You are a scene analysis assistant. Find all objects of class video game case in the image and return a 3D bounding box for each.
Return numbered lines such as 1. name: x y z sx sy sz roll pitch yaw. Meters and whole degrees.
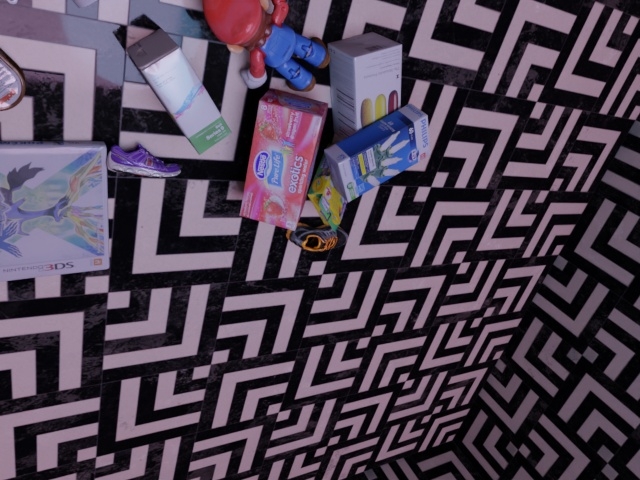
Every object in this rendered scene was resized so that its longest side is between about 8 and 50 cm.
1. video game case: -0.625 -0.058 1.085 0.299 0.036 0.329 -7 125 -30

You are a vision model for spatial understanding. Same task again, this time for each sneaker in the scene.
1. sneaker: 0.000 0.000 1.510 0.214 0.083 0.084 1 120 -35
2. sneaker: -0.394 -0.180 1.129 0.169 0.068 0.071 5 92 -47

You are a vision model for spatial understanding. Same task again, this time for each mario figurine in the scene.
1. mario figurine: -0.128 -0.459 1.086 0.320 0.170 0.198 19 75 -52

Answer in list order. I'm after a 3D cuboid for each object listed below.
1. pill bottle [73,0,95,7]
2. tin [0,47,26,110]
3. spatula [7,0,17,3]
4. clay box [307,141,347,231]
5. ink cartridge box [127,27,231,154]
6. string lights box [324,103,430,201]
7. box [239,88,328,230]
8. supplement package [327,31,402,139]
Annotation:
1. pill bottle: -0.443 -0.496 0.832 0.103 0.103 0.184 -38 135 -4
2. tin: -0.626 -0.317 0.894 0.106 0.040 0.190 -36 135 1
3. spatula: -0.588 -0.483 0.803 0.168 0.019 0.242 -39 133 -4
4. clay box: 0.031 -0.144 1.352 0.127 0.053 0.222 59 42 -44
5. ink cartridge box: -0.293 -0.309 1.034 0.093 0.154 0.212 -36 134 -5
6. string lights box: 0.148 -0.222 1.257 0.259 0.077 0.133 -30 138 -9
7. box: -0.092 -0.198 1.222 0.154 0.142 0.300 16 119 0
8. supplement package: 0.115 -0.378 1.266 0.139 0.134 0.244 -22 132 -18
